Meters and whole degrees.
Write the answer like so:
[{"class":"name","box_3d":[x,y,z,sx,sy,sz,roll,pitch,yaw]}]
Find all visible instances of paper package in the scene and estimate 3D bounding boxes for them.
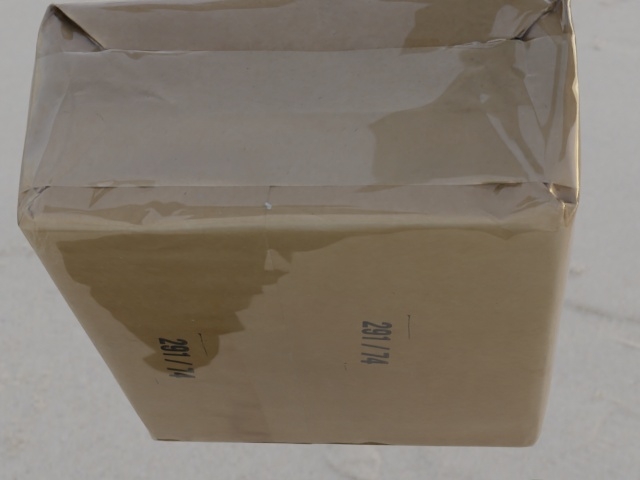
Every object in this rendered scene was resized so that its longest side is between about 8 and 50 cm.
[{"class":"paper package","box_3d":[0.000,0.000,0.740,0.310,0.325,0.168,0,60,8]}]
